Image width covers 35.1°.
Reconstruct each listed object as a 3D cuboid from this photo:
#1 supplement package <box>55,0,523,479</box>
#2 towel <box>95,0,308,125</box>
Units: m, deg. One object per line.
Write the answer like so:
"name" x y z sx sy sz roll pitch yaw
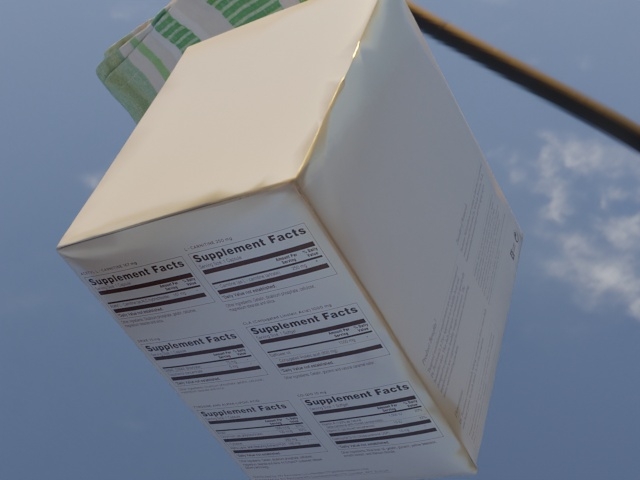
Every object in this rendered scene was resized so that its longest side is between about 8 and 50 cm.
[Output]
"supplement package" 0.000 0.000 0.575 0.149 0.203 0.194 -13 -145 30
"towel" -0.059 -0.108 0.856 0.038 0.325 0.247 -39 -80 -35
